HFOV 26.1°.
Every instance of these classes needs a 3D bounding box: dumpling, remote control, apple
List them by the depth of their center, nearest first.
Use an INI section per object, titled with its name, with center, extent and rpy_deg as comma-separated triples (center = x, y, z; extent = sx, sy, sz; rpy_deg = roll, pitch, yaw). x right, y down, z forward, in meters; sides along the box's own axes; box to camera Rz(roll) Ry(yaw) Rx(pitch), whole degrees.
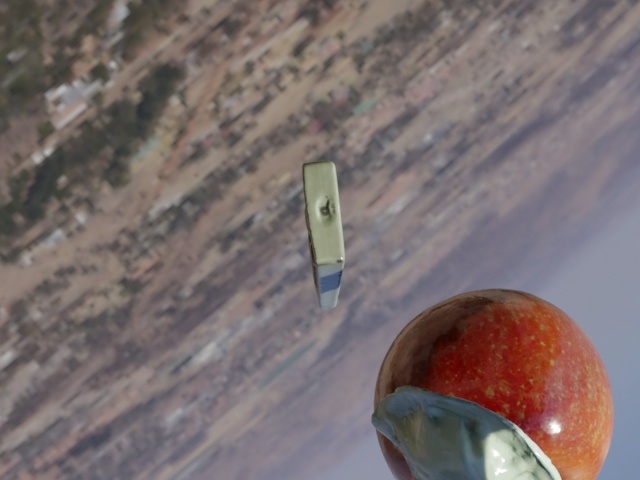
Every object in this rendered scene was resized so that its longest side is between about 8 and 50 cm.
[dumpling]
center = 0.150, 0.231, 1.489
extent = 0.152, 0.219, 0.108
rpy_deg = 41, 63, -65
[remote control]
center = 0.000, 0.000, 1.614
extent = 0.038, 0.123, 0.285
rpy_deg = -6, 169, -3
[apple]
center = 0.246, 0.247, 1.951
extent = 0.348, 0.277, 0.348
rpy_deg = -7, 133, -7
